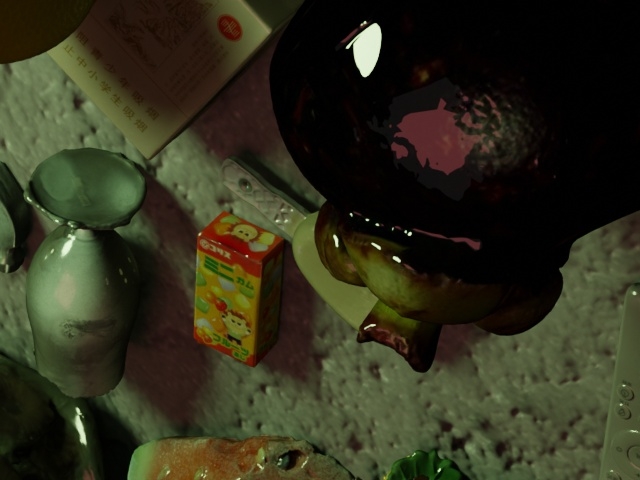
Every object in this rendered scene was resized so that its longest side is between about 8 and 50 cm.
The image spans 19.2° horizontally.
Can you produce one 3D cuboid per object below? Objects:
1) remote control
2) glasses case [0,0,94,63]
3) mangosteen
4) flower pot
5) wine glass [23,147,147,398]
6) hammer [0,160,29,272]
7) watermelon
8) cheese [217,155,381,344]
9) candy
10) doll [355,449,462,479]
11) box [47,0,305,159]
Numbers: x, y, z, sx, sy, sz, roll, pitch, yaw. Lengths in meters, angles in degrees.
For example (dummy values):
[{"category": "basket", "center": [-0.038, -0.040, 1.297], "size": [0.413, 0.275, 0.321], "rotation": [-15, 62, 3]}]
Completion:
[{"category": "remote control", "center": [0.239, 0.141, 1.380], "size": [0.067, 0.029, 0.261], "rotation": [22, 134, 24]}, {"category": "glasses case", "center": [-0.236, -0.306, 1.273], "size": [0.141, 0.173, 0.371], "rotation": [5, 114, 39]}, {"category": "mangosteen", "center": [0.087, -0.069, 1.130], "size": [0.233, 0.287, 0.287], "rotation": [40, 143, -24]}, {"category": "flower pot", "center": [-0.315, 0.254, 1.753], "size": [0.302, 0.213, 0.302], "rotation": [29, 136, 32]}, {"category": "wine glass", "center": [-0.198, 0.033, 1.588], "size": [0.103, 0.103, 0.222], "rotation": [27, 136, 19]}, {"category": "hammer", "center": [-0.361, -0.069, 1.694], "size": [0.246, 0.029, 0.103], "rotation": [31, 138, 17]}, {"category": "watermelon", "center": [-0.063, 0.262, 1.675], "size": [0.256, 0.140, 0.193], "rotation": [-22, 116, 39]}, {"category": "cheese", "center": [0.000, 0.000, 1.450], "size": [0.192, 0.037, 0.097], "rotation": [38, 137, 7]}, {"category": "candy", "center": [-0.066, 0.041, 1.537], "size": [0.062, 0.038, 0.122], "rotation": [25, 135, 21]}, {"category": "doll", "center": [0.063, 0.227, 1.556], "size": [0.078, 0.077, 0.113], "rotation": [38, 140, -6]}, {"category": "box", "center": [-0.113, -0.164, 1.392], "size": [0.141, 0.058, 0.201], "rotation": [46, 140, -2]}]
